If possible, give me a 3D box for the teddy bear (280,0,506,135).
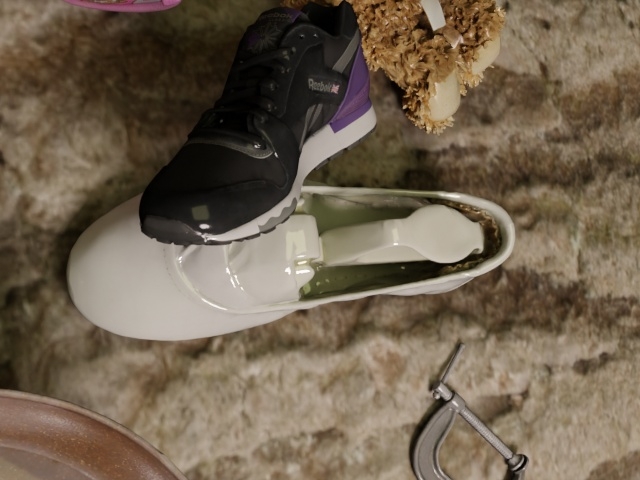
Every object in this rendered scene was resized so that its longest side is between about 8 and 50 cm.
[{"bbox_3d":[0.059,-0.264,0.727,0.338,0.113,0.245,33,74,-28],"label":"teddy bear"}]

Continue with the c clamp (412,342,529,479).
[{"bbox_3d":[0.156,0.207,0.733,0.160,0.022,0.137,50,62,-12],"label":"c clamp"}]

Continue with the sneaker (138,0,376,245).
[{"bbox_3d":[-0.048,-0.104,0.548,0.283,0.107,0.124,-50,142,-51],"label":"sneaker"}]

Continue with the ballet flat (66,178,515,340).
[{"bbox_3d":[0.000,0.000,0.621,0.400,0.139,0.139,-4,83,-29],"label":"ballet flat"}]

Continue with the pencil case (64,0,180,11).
[{"bbox_3d":[-0.153,-0.375,0.588,0.160,0.167,0.385,28,65,-58],"label":"pencil case"}]

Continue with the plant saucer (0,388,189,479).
[{"bbox_3d":[-0.185,0.228,0.353,0.311,0.050,0.310,6,77,-27],"label":"plant saucer"}]
